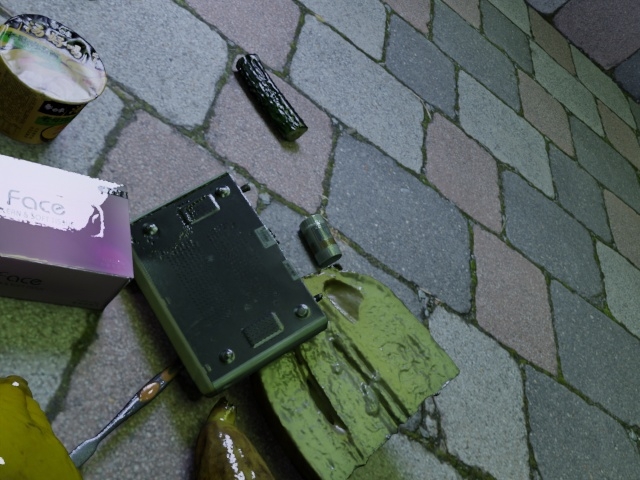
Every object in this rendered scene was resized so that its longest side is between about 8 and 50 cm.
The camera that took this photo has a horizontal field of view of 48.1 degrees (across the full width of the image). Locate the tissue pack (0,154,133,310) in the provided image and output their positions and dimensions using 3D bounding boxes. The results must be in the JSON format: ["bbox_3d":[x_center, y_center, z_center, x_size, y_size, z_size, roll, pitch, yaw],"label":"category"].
[{"bbox_3d":[-0.357,-0.011,0.861,0.246,0.092,0.149,14,51,-39],"label":"tissue pack"}]

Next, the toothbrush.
[{"bbox_3d":[-0.211,0.187,0.888,0.023,0.031,0.321,50,37,-2],"label":"toothbrush"}]

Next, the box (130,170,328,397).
[{"bbox_3d":[-0.133,0.048,0.968,0.210,0.045,0.270,-28,70,-15],"label":"box"}]

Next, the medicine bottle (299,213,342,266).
[{"bbox_3d":[0.000,0.000,1.250,0.047,0.047,0.083,-9,65,-49],"label":"medicine bottle"}]

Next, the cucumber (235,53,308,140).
[{"bbox_3d":[-0.097,-0.277,1.383,0.187,0.058,0.058,55,37,8],"label":"cucumber"}]

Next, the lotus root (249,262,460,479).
[{"bbox_3d":[0.006,0.183,1.027,0.267,0.149,0.260,-35,78,-30],"label":"lotus root"}]

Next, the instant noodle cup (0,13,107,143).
[{"bbox_3d":[-0.385,-0.212,0.983,0.151,0.122,0.151,24,44,-26],"label":"instant noodle cup"}]

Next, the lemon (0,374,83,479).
[{"bbox_3d":[-0.311,0.249,0.543,0.268,0.268,0.322,43,55,-9],"label":"lemon"}]

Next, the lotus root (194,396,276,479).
[{"bbox_3d":[-0.106,0.286,0.868,0.191,0.094,0.108,59,-3,30],"label":"lotus root"}]
